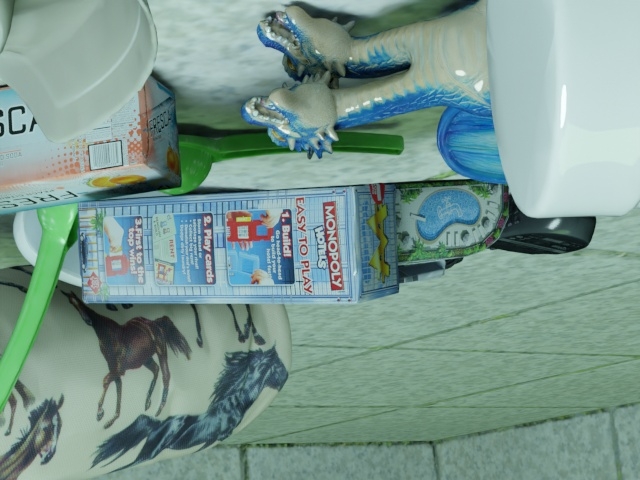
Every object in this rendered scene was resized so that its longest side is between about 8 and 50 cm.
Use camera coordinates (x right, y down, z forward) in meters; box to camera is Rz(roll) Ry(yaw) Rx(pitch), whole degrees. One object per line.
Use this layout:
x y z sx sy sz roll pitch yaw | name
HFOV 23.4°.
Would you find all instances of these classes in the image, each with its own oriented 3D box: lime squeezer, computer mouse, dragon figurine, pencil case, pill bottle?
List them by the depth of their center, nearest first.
0.217 -0.088 0.619 0.283 0.161 0.161 -4 167 -4 | pill bottle
0.107 -0.079 0.777 0.289 0.085 0.144 6 166 -25 | dragon figurine
-0.100 -0.022 0.948 0.310 0.110 0.059 -33 155 -14 | lime squeezer
-0.197 0.086 1.114 0.410 0.183 0.160 -4 128 -53 | pencil case
0.137 -0.009 1.244 0.071 0.041 0.242 12 168 -28 | computer mouse

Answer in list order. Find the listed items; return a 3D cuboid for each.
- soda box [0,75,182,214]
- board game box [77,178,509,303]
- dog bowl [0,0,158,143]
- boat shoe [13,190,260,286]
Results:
-0.172 -0.050 0.864 0.183 0.058 0.063 -7 168 13 | soda box
0.000 0.000 0.833 0.194 0.060 0.194 -5 -177 -35 | board game box
-0.232 -0.101 0.514 0.348 0.102 0.349 -5 167 -1 | dog bowl
-0.118 -0.001 1.085 0.228 0.080 0.076 -5 168 -38 | boat shoe
